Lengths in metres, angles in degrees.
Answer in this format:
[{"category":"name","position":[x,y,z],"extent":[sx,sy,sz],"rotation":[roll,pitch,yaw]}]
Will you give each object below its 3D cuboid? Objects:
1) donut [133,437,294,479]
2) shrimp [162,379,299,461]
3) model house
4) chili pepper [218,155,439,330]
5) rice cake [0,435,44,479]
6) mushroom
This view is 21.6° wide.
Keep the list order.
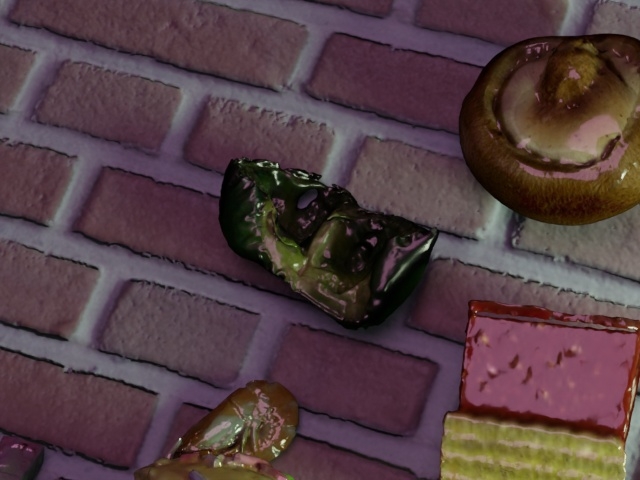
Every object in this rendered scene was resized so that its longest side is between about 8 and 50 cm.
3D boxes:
[{"category":"donut","position":[-0.104,0.400,1.683],"extent":[0.307,0.150,0.371],"rotation":[19,71,12]},{"category":"shrimp","position":[-0.106,0.220,1.837],"extent":[0.184,0.043,0.091],"rotation":[-29,67,-7]},{"category":"model house","position":[0.225,0.205,1.729],"extent":[0.196,0.160,0.254],"rotation":[7,67,11]},{"category":"chili pepper","position":[-0.001,0.001,1.902],"extent":[0.264,0.116,0.148],"rotation":[29,83,21]},{"category":"rice cake","position":[-0.386,0.307,1.768],"extent":[0.081,0.051,0.290],"rotation":[10,38,19]},{"category":"mushroom","position":[0.284,-0.129,1.885],"extent":[0.253,0.153,0.253],"rotation":[-8,60,14]}]
